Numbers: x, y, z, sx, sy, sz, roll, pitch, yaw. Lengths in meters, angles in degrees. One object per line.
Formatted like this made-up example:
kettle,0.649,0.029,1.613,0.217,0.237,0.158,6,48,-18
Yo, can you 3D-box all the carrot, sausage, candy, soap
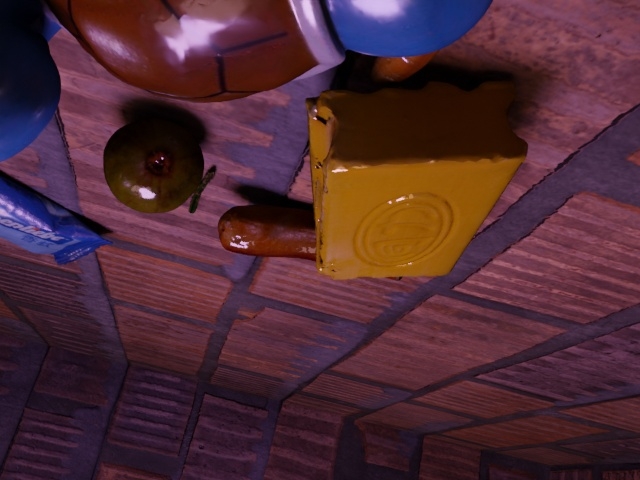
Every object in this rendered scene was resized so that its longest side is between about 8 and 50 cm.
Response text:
carrot,0.087,-0.179,0.532,0.048,0.048,0.139,20,157,-16
sausage,-0.001,-0.001,0.890,0.302,0.076,0.103,10,-166,1
candy,-0.561,-0.049,1.076,0.187,0.077,0.331,-16,145,34
soap,0.088,-0.049,0.691,0.204,0.096,0.324,-3,157,-2

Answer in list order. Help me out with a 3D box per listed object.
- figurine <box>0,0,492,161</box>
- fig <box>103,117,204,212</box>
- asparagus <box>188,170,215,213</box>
figurine,-0.095,-0.200,0.414,0.416,0.243,0.298,-14,141,8
fig,-0.223,-0.097,0.810,0.124,0.124,0.236,18,178,-12
asparagus,-0.183,-0.076,0.910,0.016,0.016,0.163,43,150,-4
